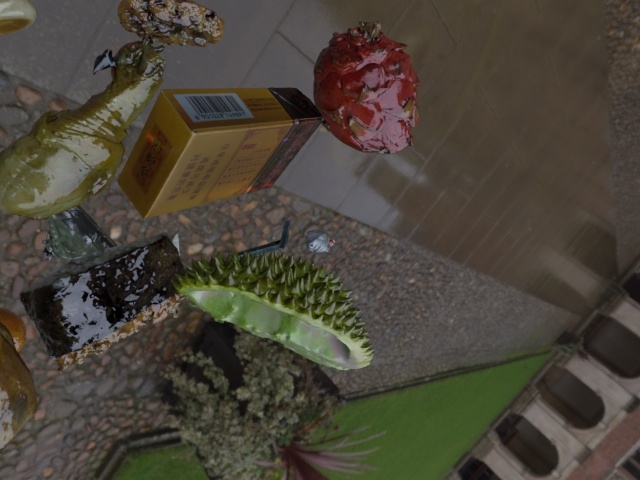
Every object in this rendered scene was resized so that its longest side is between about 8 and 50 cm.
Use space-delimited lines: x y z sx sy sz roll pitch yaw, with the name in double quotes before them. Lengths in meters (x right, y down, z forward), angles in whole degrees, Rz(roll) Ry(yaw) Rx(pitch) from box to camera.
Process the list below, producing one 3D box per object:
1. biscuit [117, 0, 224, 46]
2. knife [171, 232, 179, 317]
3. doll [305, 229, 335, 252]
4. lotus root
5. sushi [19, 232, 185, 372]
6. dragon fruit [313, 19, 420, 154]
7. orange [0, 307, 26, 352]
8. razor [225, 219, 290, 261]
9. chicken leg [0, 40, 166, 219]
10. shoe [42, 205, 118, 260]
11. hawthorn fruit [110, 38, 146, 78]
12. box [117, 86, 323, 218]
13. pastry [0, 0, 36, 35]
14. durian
"biscuit" -0.478 -0.694 1.595 0.333 0.289 0.081 1 91 -29
"knife" -0.484 0.113 1.649 0.017 0.298 0.047 -17 160 28
"doll" 0.000 0.000 1.612 0.079 0.094 0.180 -47 169 20
"lotus root" -0.460 0.149 0.619 0.199 0.188 0.180 -74 180 -69
"sushi" -0.464 0.118 1.093 0.348 0.234 0.208 -30 103 -41
"dragon fruit" 0.120 -0.383 1.274 0.277 0.277 0.343 -28 121 -30
"orange" -1.052 0.304 1.565 0.206 0.206 0.206 -32 146 -25
"razor" -0.124 0.021 0.980 0.190 0.066 0.033 -22 136 38
"chicken leg" -0.239 -0.112 0.511 0.228 0.088 0.103 -51 167 -8
"shoe" -0.626 -0.022 1.186 0.149 0.109 0.293 -42 116 -13
"hawthorn fruit" -0.665 -0.638 1.802 0.185 0.185 0.202 0 116 -52
"box" -0.204 -0.204 1.089 0.415 0.116 0.264 -25 163 -51
"pastry" -0.793 -0.570 1.217 0.156 0.156 0.092 -33 111 -23
"durian" -0.076 0.109 0.791 0.157 0.355 0.170 -53 160 -68
